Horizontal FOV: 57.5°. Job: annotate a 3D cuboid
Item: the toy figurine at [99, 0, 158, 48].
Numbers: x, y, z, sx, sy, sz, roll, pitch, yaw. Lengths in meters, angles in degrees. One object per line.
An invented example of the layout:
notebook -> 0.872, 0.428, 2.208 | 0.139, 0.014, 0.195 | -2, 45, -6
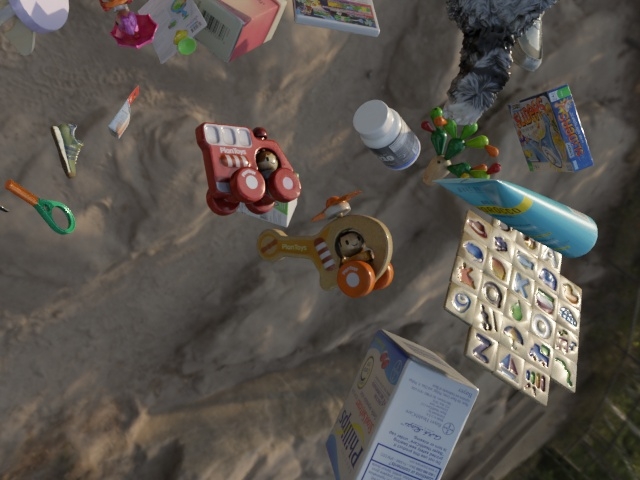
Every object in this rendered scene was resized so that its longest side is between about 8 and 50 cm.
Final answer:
toy figurine -> -0.334, -0.401, 0.977 | 0.130, 0.173, 0.159 | -24, 116, -3

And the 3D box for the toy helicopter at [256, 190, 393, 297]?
toy helicopter -> 0.000, 0.000, 1.378 | 0.140, 0.355, 0.234 | -10, 101, -60

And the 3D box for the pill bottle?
pill bottle -> 0.116, -0.185, 1.027 | 0.078, 0.078, 0.137 | -50, 144, 6

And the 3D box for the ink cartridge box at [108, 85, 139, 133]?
ink cartridge box -> -0.675, -0.447, 2.047 | 0.179, 0.045, 0.145 | -56, -165, -9

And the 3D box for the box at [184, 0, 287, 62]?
box -> -0.216, -0.579, 1.503 | 0.127, 0.149, 0.232 | -54, 179, 42

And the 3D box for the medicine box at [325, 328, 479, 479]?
medicine box -> 0.146, 0.355, 1.148 | 0.289, 0.149, 0.263 | -65, -173, 0

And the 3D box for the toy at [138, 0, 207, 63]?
toy -> -0.338, -0.508, 1.364 | 0.137, 0.237, 0.056 | -37, 142, 12

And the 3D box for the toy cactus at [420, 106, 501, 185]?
toy cactus -> 0.284, -0.188, 1.287 | 0.112, 0.219, 0.180 | -21, 155, -43

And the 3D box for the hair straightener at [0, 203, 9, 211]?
hair straightener -> -0.813, -0.106, 1.403 | 0.089, 0.230, 0.047 | -59, 142, -12

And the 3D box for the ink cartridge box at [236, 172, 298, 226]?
ink cartridge box -> -0.223, -0.172, 2.000 | 0.198, 0.273, 0.114 | 99, 10, -63

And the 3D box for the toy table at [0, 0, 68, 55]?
toy table -> -0.728, -0.575, 1.388 | 0.161, 0.274, 0.252 | -17, 125, 11

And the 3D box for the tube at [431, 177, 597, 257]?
tube -> 0.216, -0.032, 0.615 | 0.207, 0.080, 0.052 | 19, 79, -35

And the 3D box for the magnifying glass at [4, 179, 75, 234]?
magnifying glass -> -0.764, -0.093, 1.601 | 0.026, 0.092, 0.231 | -19, 145, 14

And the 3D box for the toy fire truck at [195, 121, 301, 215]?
toy fire truck -> -0.203, -0.214, 1.684 | 0.302, 0.253, 0.169 | -5, 170, -41

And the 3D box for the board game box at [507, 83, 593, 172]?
board game box -> 0.390, -0.187, 1.005 | 0.035, 0.136, 0.201 | -21, -174, 3

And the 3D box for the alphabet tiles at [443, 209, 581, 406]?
alphabet tiles -> 0.350, 0.102, 1.035 | 0.011, 0.285, 0.342 | -43, -162, 51

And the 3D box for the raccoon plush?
raccoon plush -> 0.314, -0.488, 1.129 | 0.299, 0.216, 0.446 | -72, -172, -54

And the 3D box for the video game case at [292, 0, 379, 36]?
video game case -> 0.032, -0.561, 1.391 | 0.201, 0.183, 0.023 | 5, 142, -15

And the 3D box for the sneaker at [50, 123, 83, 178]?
sneaker -> -0.839, -0.306, 1.973 | 0.086, 0.064, 0.192 | -27, 131, -31

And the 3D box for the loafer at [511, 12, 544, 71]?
loafer -> 0.553, -0.598, 1.594 | 0.112, 0.319, 0.111 | 11, 147, -23
